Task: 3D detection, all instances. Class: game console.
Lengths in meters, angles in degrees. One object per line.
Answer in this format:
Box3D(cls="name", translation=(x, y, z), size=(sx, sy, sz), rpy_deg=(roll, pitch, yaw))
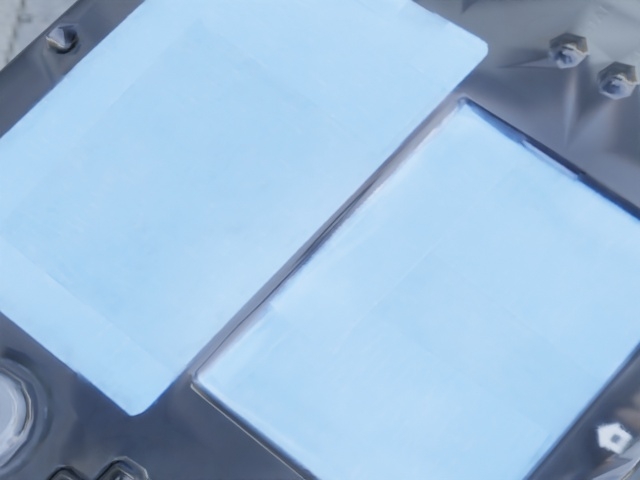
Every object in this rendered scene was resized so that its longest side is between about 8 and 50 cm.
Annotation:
Box3D(cls="game console", translation=(0.000, 0.000, 0.723), size=(0.342, 0.060, 0.386), rpy_deg=(34, 71, 28))
